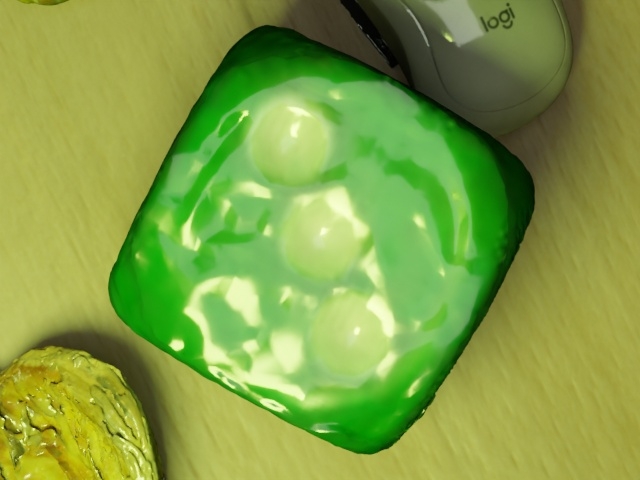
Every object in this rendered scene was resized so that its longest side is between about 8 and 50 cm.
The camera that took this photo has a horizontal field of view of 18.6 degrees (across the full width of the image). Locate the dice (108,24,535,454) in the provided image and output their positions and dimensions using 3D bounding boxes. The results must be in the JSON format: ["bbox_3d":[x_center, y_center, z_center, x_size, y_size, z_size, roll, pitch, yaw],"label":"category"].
[{"bbox_3d":[0.000,0.000,1.740,0.300,0.287,0.297,28,89,-1],"label":"dice"}]

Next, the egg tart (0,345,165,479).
[{"bbox_3d":[-0.223,0.215,1.816,0.252,0.098,0.232,47,114,22],"label":"egg tart"}]

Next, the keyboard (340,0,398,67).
[{"bbox_3d":[0.038,-0.264,1.873,0.074,0.015,0.196,-37,91,0],"label":"keyboard"}]

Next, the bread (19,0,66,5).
[{"bbox_3d":[-0.240,-0.273,1.840,0.157,0.083,0.094,-27,103,-2],"label":"bread"}]

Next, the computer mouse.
[{"bbox_3d":[0.122,-0.237,1.814,0.184,0.121,0.297,-24,93,-11],"label":"computer mouse"}]
